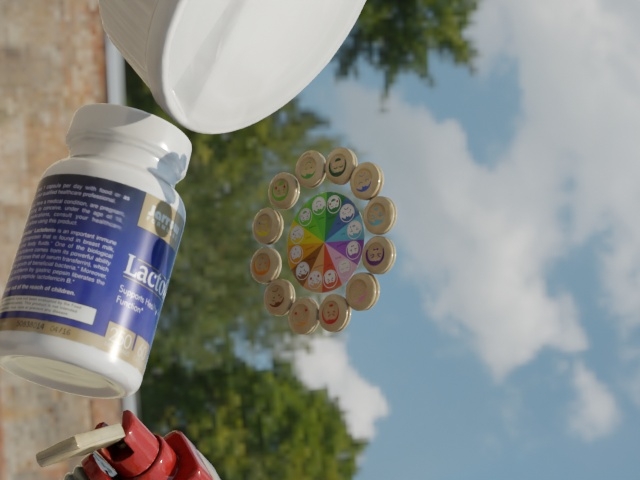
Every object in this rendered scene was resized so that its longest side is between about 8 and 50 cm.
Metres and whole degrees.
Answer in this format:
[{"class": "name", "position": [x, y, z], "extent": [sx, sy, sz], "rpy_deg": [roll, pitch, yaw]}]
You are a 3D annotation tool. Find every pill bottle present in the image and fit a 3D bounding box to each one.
[{"class": "pill bottle", "position": [-0.219, 0.010, 1.589], "extent": [0.153, 0.153, 0.265], "rpy_deg": [135, -30, -68]}]

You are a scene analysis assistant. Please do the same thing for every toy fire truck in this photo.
[{"class": "toy fire truck", "position": [-0.221, 0.248, 1.510], "extent": [0.246, 0.217, 0.158], "rpy_deg": [54, -2, -35]}]

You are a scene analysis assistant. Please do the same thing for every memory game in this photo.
[{"class": "memory game", "position": [0.000, 0.000, 1.552], "extent": [0.186, 0.012, 0.186], "rpy_deg": [-9, -104, 40]}]

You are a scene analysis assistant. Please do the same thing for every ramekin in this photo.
[{"class": "ramekin", "position": [-0.082, -0.240, 1.469], "extent": [0.127, 0.273, 0.273], "rpy_deg": [40, -40, 25]}]
